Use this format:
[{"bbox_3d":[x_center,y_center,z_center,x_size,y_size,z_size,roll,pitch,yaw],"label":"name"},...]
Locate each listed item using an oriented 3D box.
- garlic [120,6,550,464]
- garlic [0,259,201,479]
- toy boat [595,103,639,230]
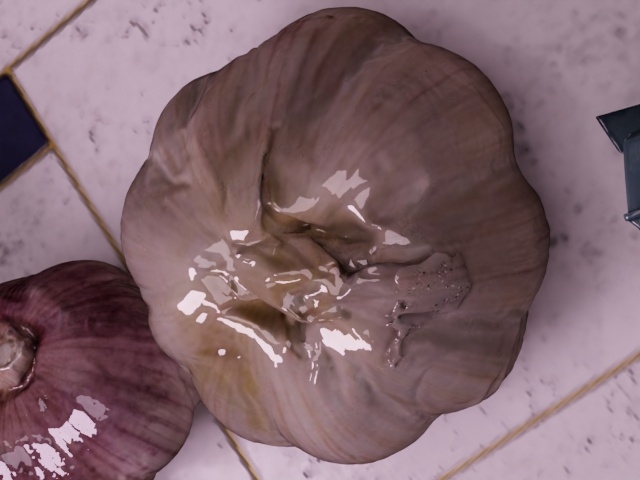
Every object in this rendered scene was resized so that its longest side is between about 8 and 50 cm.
[{"bbox_3d":[0.003,0.002,0.885,0.228,0.152,0.228,5,99,30],"label":"garlic"},{"bbox_3d":[-0.142,0.081,0.976,0.159,0.102,0.147,4,78,33],"label":"garlic"},{"bbox_3d":[0.251,-0.045,0.802,0.246,0.093,0.103,-18,81,24],"label":"toy boat"}]
